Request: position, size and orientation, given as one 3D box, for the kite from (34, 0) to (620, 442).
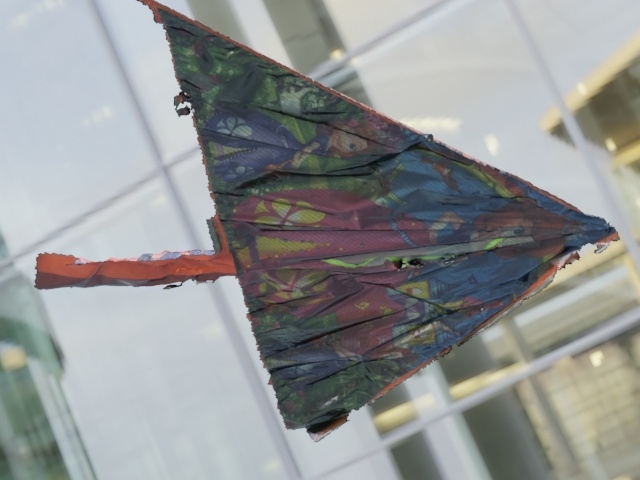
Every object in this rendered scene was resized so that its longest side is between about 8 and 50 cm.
[{"bbox_3d":[0.000,0.000,0.485,0.189,0.009,0.232,-6,-39,3],"label":"kite"}]
